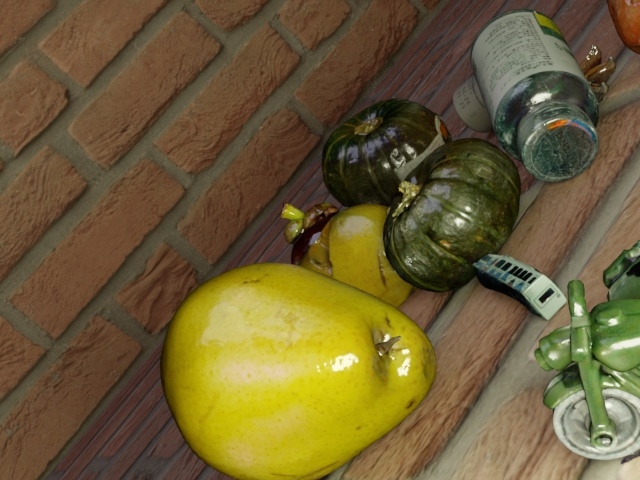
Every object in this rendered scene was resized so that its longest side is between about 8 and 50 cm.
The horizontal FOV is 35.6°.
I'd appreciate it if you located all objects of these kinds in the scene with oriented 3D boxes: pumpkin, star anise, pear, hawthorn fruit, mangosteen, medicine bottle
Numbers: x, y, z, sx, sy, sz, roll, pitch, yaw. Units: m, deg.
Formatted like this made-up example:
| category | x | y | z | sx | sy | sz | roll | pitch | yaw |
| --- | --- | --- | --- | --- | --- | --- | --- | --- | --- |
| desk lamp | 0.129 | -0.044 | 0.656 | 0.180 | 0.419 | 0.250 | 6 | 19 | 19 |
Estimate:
| category | x | y | z | sx | sy | sz | roll | pitch | yaw |
| --- | --- | --- | --- | --- | --- | --- | --- | --- | --- |
| pumpkin | 0.172 | -0.036 | 1.337 | 0.223 | 0.157 | 0.223 | -55 | 11 | 16 |
| pumpkin | 0.128 | -0.148 | 1.888 | 0.260 | 0.189 | 0.260 | -22 | 24 | 10 |
| star anise | 0.383 | -0.221 | 1.462 | 0.141 | 0.042 | 0.141 | -48 | 27 | 34 |
| pear | -0.030 | 0.145 | 1.186 | 0.336 | 0.285 | 0.285 | -27 | 17 | 18 |
| hawthorn fruit | 0.445 | -0.318 | 1.333 | 0.189 | 0.149 | 0.149 | -49 | 10 | -33 |
| mangosteen | 0.010 | 0.004 | 1.775 | 0.146 | 0.181 | 0.156 | 4 | -43 | -42 |
| medicine bottle | 0.298 | -0.200 | 1.379 | 0.141 | 0.141 | 0.293 | -42 | 28 | 25 |
| medicine bottle | 0.321 | -0.270 | 1.751 | 0.168 | 0.105 | 0.105 | -36 | 15 | 47 |

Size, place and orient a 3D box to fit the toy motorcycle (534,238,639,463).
| category | x | y | z | sx | sy | sz | roll | pitch | yaw |
| --- | --- | --- | --- | --- | --- | --- | --- | --- | --- |
| toy motorcycle | 0.278 | 0.034 | 0.752 | 0.275 | 0.127 | 0.205 | -38 | 16 | 26 |

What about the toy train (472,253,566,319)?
| category | x | y | z | sx | sy | sz | roll | pitch | yaw |
| --- | --- | --- | --- | --- | --- | --- | --- | --- | --- |
| toy train | 0.221 | 0.046 | 1.141 | 0.047 | 0.043 | 0.207 | -45 | 10 | -1 |

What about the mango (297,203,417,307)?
| category | x | y | z | sx | sy | sz | roll | pitch | yaw |
| --- | --- | --- | --- | --- | --- | --- | --- | --- | --- |
| mango | 0.054 | 0.044 | 1.529 | 0.262 | 0.167 | 0.130 | -42 | -3 | 40 |
